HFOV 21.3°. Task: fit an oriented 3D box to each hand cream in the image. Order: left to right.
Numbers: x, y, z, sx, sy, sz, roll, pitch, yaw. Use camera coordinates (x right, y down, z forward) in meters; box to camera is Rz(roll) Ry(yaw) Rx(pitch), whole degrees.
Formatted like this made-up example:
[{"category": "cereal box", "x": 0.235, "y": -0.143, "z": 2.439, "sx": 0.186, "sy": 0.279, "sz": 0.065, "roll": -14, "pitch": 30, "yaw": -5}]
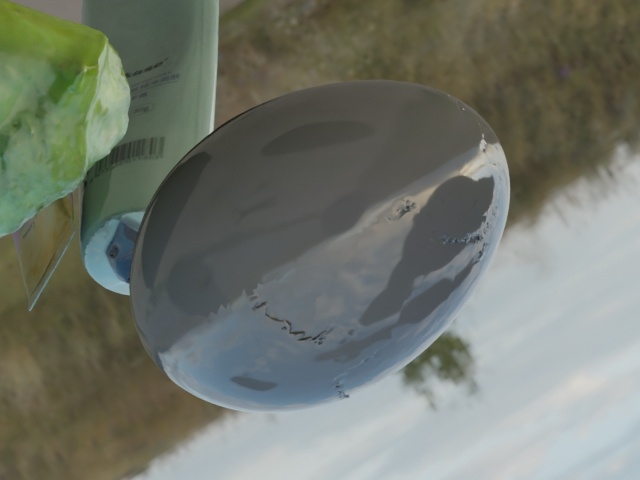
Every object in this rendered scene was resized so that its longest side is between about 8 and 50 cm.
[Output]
[{"category": "hand cream", "x": -0.169, "y": -0.051, "z": 0.998, "sx": 0.047, "sy": 0.174, "sz": 0.076, "roll": 6, "pitch": 140, "yaw": -29}, {"category": "hand cream", "x": -0.109, "y": -0.097, "z": 1.053, "sx": 0.109, "sy": 0.067, "sz": 0.320, "roll": -21, "pitch": -137, "yaw": 16}]

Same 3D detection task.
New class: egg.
[{"category": "egg", "x": 0.000, "y": 0.000, "z": 0.823, "sx": 0.199, "sy": 0.146, "sz": 0.146, "roll": -34, "pitch": 177, "yaw": 2}]

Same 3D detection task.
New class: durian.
[{"category": "durian", "x": -0.217, "y": -0.048, "z": 0.843, "sx": 0.250, "sy": 0.139, "sz": 0.101, "roll": -19, "pitch": 171, "yaw": -1}]
